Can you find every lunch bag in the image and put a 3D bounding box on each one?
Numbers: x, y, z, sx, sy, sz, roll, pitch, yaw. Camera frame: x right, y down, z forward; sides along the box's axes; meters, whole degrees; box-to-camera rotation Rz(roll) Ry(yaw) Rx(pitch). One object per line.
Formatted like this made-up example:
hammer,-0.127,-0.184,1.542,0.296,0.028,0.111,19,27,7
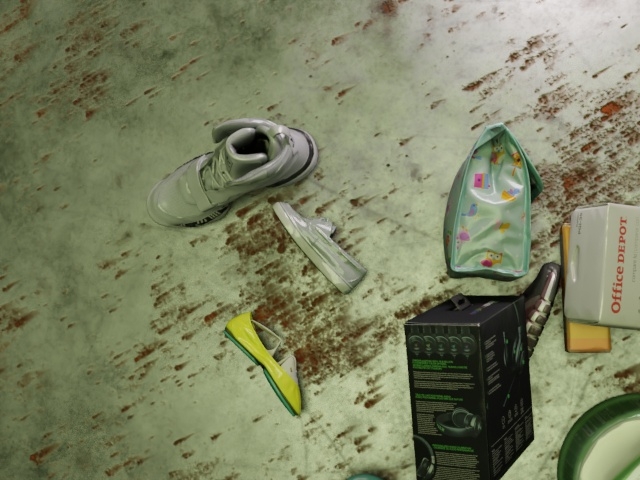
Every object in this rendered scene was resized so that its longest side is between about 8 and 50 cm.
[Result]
lunch bag,0.303,-0.062,1.533,0.160,0.223,0.262,4,84,7

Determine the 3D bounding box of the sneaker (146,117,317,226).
sneaker,-0.196,-0.135,1.652,0.366,0.210,0.137,-21,80,10

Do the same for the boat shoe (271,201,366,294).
boat shoe,0.000,0.000,1.673,0.081,0.079,0.227,-41,83,-4

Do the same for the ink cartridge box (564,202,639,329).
ink cartridge box,0.578,0.054,1.469,0.283,0.117,0.207,6,87,-12

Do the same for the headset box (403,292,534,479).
headset box,0.251,0.229,1.423,0.131,0.246,0.283,-2,97,30

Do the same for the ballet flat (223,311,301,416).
ballet flat,-0.094,0.232,1.671,0.077,0.077,0.231,-39,76,-11

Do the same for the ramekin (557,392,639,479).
ramekin,0.565,0.419,1.470,0.304,0.148,0.303,-1,85,12

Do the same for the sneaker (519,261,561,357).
sneaker,0.322,0.149,1.572,0.163,0.106,0.281,23,91,16

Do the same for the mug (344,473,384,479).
mug,0.089,0.504,1.568,0.129,0.097,0.157,-36,64,-7

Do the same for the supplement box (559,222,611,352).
supplement box,0.478,0.086,1.558,0.078,0.080,0.233,-1,86,11
